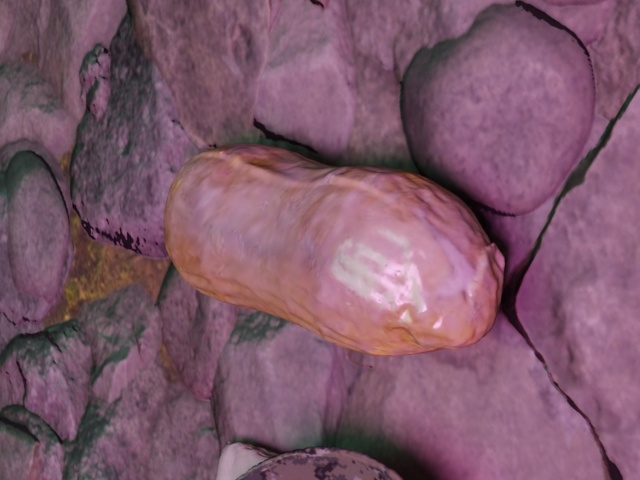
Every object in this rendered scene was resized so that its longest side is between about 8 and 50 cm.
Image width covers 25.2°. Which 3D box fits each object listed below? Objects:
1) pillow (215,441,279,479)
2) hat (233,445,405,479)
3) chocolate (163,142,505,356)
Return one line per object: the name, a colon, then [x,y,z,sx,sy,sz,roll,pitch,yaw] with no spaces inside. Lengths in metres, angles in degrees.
pillow: [-0.044,0.281,1.148,0.128,0.051,0.229,7,98,54]
hat: [0.020,0.275,1.024,0.265,0.128,0.266,-6,80,36]
chocolate: [0.000,0.000,1.014,0.309,0.134,0.134,20,108,45]
